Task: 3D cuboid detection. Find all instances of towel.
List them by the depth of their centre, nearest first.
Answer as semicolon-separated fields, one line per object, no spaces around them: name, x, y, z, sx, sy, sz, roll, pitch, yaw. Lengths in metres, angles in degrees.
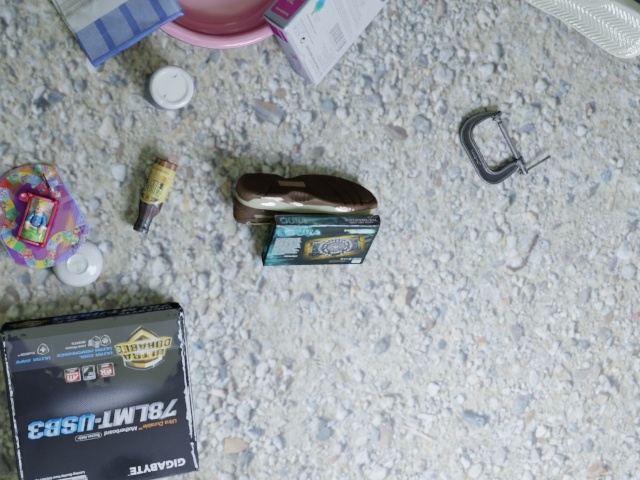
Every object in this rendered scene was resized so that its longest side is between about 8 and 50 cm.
towel;-0.352;-0.431;1.321;0.209;0.034;0.285;-22;105;30

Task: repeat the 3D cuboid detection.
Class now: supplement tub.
supplement tub;-0.246;-0.245;1.395;0.071;0.107;0.070;-2;97;-17

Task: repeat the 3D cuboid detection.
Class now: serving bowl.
serving bowl;-0.400;0.038;1.425;0.084;0.027;0.083;-2;98;-16

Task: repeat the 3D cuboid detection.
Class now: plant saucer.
plant saucer;-0.171;-0.476;1.403;0.332;0.084;0.331;-2;96;-15

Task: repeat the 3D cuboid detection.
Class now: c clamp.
c clamp;0.338;-0.179;1.622;0.137;0.022;0.160;-38;107;-4

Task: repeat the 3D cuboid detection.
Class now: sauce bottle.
sauce bottle;-0.278;-0.073;1.440;0.042;0.042;0.128;19;89;-18

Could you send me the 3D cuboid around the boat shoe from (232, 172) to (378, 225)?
boat shoe;-0.031;-0.058;1.503;0.258;0.095;0.095;6;129;-19

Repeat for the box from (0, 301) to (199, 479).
box;-0.363;0.266;1.442;0.296;0.073;0.293;-6;97;-15

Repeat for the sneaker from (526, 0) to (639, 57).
sneaker;0.472;-0.482;1.584;0.350;0.131;0.148;40;48;-3

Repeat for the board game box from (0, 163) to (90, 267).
board game box;-0.457;-0.039;1.381;0.133;0.033;0.168;-29;93;-10

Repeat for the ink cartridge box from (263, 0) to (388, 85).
ink cartridge box;0.048;-0.425;1.427;0.065;0.186;0.311;40;85;24

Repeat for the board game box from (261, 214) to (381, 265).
board game box;0.000;0.000;1.495;0.186;0.126;0.026;0;56;-17
